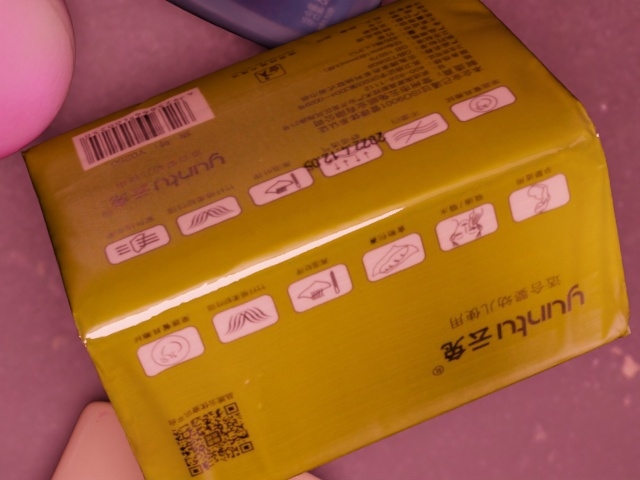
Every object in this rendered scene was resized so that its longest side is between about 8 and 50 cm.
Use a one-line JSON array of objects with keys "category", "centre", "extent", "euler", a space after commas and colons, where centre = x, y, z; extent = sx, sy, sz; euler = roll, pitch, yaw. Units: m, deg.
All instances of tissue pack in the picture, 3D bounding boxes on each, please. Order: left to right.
[{"category": "tissue pack", "centre": [0.000, 0.000, 0.844], "extent": [0.274, 0.200, 0.167], "euler": [-21, 128, -7]}]

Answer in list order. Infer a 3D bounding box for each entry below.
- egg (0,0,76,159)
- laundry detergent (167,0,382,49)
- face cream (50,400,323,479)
[{"category": "egg", "centre": [-0.271, -0.134, 0.845], "extent": [0.271, 0.196, 0.196], "euler": [8, 87, -3]}, {"category": "laundry detergent", "centre": [-0.091, -0.213, 0.877], "extent": [0.289, 0.094, 0.143], "euler": [20, 103, -22]}, {"category": "face cream", "centre": [-0.121, 0.274, 0.851], "extent": [0.173, 0.081, 0.349], "euler": [21, 69, 4]}]
